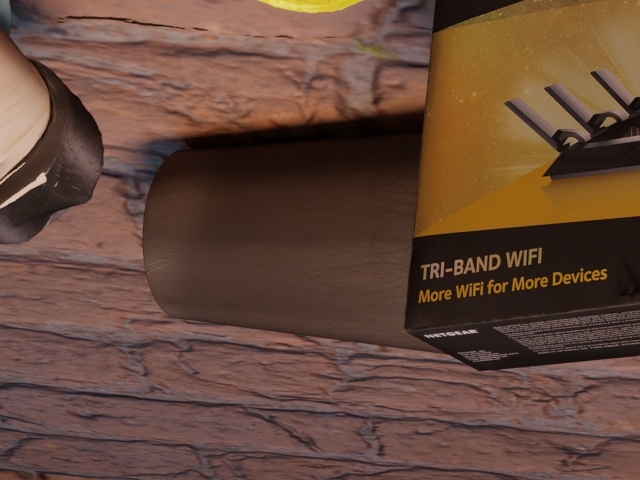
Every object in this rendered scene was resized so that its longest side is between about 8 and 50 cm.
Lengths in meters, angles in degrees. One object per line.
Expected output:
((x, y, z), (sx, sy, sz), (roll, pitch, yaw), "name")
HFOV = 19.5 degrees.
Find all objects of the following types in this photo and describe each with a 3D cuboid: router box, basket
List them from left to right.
((0.000, 0.000, 1.348), (0.227, 0.154, 0.204), (2, 158, 23), "basket")
((0.198, -0.070, 0.950), (0.309, 0.243, 0.081), (-10, 154, 36), "router box")

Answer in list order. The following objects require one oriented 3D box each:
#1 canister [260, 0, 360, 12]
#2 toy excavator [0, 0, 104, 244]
((0.017, -0.195, 0.771), (0.073, 0.170, 0.126), (21, 156, -35), "canister")
((-0.418, -0.094, 1.145), (0.433, 0.445, 0.222), (-42, 149, 1), "toy excavator")
